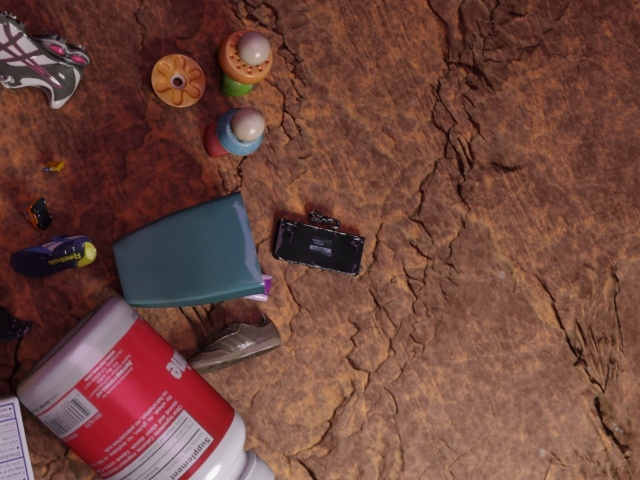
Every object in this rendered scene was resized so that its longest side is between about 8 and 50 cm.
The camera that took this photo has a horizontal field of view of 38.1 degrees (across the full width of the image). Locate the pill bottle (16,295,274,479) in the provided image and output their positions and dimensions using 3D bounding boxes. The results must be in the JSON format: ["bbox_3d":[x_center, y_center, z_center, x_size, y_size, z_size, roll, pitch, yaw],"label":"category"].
[{"bbox_3d":[-0.274,0.305,1.516,0.408,0.229,0.229,47,70,-10],"label":"pill bottle"}]

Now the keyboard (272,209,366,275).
[{"bbox_3d":[0.000,0.000,1.777,0.180,0.023,0.108,13,85,-20],"label":"keyboard"}]

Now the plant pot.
[{"bbox_3d":[-0.229,0.032,1.600,0.234,0.165,0.166,-13,83,-5],"label":"plant pot"}]

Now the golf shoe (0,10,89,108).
[{"bbox_3d":[-0.530,-0.321,1.557,0.273,0.105,0.120,22,91,-28],"label":"golf shoe"}]

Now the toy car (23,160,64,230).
[{"bbox_3d":[-0.477,-0.078,1.605,0.040,0.060,0.122,5,55,22],"label":"toy car"}]

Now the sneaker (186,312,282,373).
[{"bbox_3d":[-0.165,0.187,1.674,0.188,0.066,0.071,-14,71,-27],"label":"sneaker"}]

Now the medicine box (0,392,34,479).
[{"bbox_3d":[-0.577,0.408,1.427,0.263,0.149,0.289,-11,87,-22],"label":"medicine box"}]

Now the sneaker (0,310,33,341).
[{"bbox_3d":[-0.570,0.129,1.524,0.170,0.051,0.089,35,72,-18],"label":"sneaker"}]

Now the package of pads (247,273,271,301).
[{"bbox_3d":[-0.135,0.081,1.707,0.083,0.032,0.050,12,81,-19],"label":"package of pads"}]

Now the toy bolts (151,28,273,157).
[{"bbox_3d":[-0.179,-0.263,1.669,0.218,0.158,0.229,-10,86,-22],"label":"toy bolts"}]

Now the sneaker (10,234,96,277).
[{"bbox_3d":[-0.455,0.024,1.584,0.144,0.059,0.053,-9,118,-7],"label":"sneaker"}]
